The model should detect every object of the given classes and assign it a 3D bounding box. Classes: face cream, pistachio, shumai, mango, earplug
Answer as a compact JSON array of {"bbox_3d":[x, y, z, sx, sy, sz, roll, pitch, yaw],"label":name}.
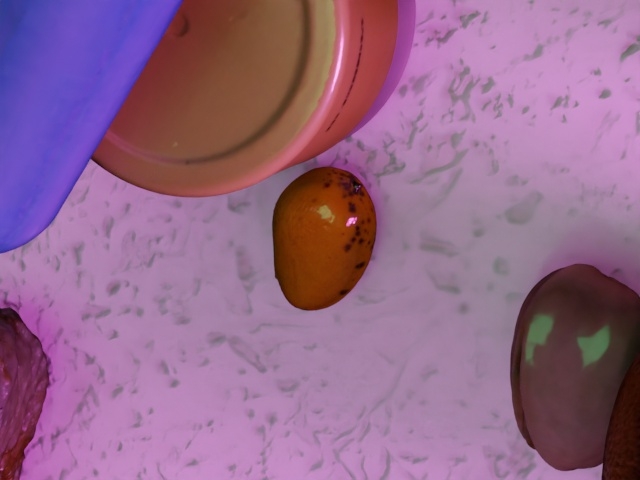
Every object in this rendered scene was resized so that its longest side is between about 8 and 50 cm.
[{"bbox_3d":[-0.061,-0.149,0.795,0.218,0.179,0.218,4,104,17],"label":"face cream"},{"bbox_3d":[0.178,0.086,0.813,0.113,0.113,0.149,11,105,15],"label":"pistachio"},{"bbox_3d":[-0.346,0.158,0.959,0.218,0.189,0.255,23,104,10],"label":"shumai"},{"bbox_3d":[0.000,0.000,0.878,0.079,0.057,0.114,18,111,6],"label":"mango"},{"bbox_3d":[-0.163,-0.109,0.677,0.132,0.132,0.273,35,114,7],"label":"earplug"}]

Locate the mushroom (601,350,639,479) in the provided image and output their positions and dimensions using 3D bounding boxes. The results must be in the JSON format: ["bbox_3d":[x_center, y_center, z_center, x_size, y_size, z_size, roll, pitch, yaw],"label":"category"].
[{"bbox_3d":[0.281,0.148,0.730,0.153,0.253,0.253,-22,97,59],"label":"mushroom"}]
